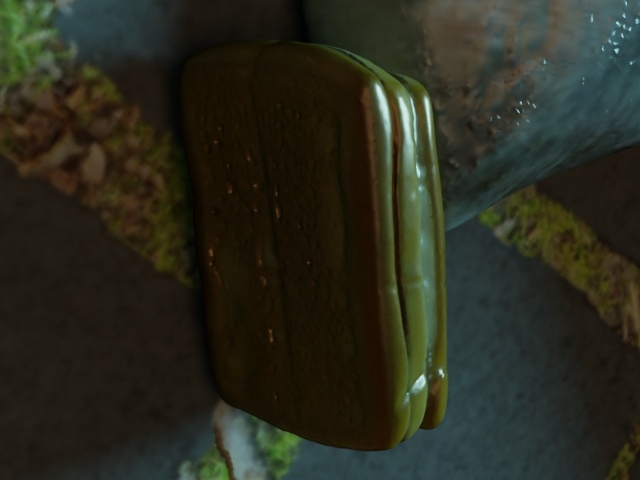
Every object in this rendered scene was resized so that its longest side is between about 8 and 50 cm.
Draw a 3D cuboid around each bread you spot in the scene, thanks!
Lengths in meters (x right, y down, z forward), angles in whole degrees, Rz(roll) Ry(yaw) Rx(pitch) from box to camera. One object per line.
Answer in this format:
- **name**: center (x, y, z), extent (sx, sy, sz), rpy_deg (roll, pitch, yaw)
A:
- **bread**: center (0.000, 0.000, 0.671), extent (0.077, 0.116, 0.200), rpy_deg (-25, 118, -43)

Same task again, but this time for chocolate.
- **chocolate**: center (0.138, -0.120, 0.735), extent (0.303, 0.100, 0.185), rpy_deg (-24, 117, -21)
